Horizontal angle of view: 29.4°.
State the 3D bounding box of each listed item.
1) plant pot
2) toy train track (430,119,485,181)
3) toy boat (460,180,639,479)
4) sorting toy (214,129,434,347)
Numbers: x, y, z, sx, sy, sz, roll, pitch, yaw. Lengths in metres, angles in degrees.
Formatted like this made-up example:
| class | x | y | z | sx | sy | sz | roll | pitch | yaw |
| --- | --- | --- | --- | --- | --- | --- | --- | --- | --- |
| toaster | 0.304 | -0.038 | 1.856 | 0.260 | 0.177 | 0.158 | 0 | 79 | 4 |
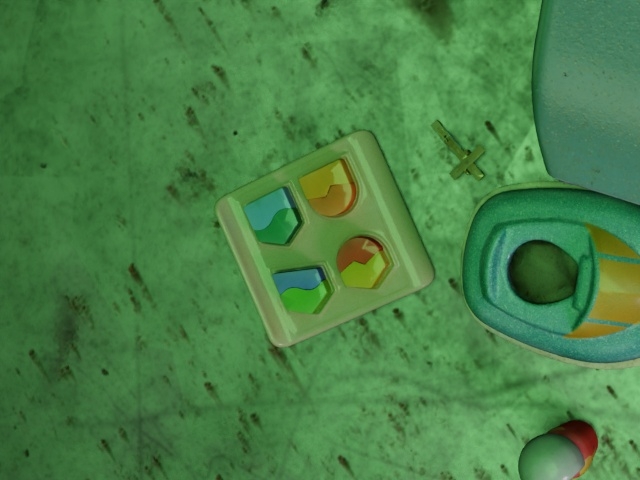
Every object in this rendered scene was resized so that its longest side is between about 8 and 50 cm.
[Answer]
| class | x | y | z | sx | sy | sz | roll | pitch | yaw |
| --- | --- | --- | --- | --- | --- | --- | --- | --- | --- |
| plant pot | 0.332 | -0.170 | 1.186 | 0.247 | 0.247 | 0.252 | 19 | 114 | 14 |
| toy train track | 0.153 | -0.100 | 1.350 | 0.048 | 0.014 | 0.083 | -44 | 76 | 21 |
| toy boat | 0.261 | 0.100 | 1.249 | 0.267 | 0.148 | 0.318 | 7 | 99 | 26 |
| sorting toy | 0.000 | 0.000 | 1.385 | 0.208 | 0.038 | 0.193 | -25 | 86 | 16 |
